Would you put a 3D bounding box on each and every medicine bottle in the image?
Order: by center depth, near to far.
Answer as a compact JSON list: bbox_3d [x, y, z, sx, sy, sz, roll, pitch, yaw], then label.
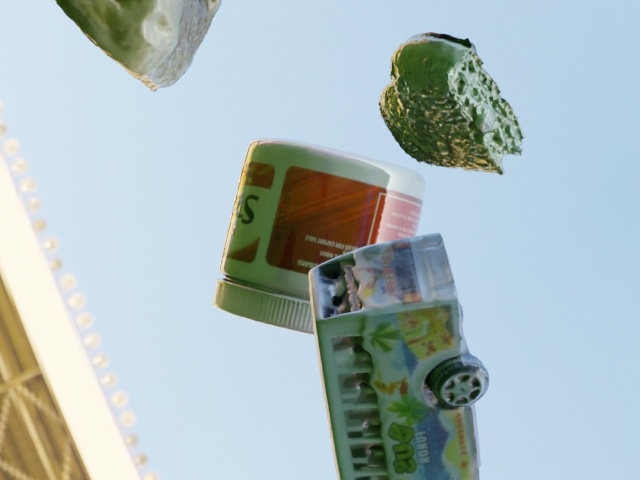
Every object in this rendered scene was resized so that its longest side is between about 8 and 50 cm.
[{"bbox_3d":[0.000,0.000,1.760,0.252,0.252,0.241,11,-91,45],"label":"medicine bottle"}]

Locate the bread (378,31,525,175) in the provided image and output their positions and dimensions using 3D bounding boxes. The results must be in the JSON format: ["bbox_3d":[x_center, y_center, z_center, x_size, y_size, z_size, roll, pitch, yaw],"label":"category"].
[{"bbox_3d":[0.137,-0.131,1.400,0.172,0.064,0.232,34,-17,2],"label":"bread"}]

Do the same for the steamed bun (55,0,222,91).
[{"bbox_3d":[-0.114,-0.209,0.873,0.155,0.141,0.172,-41,-91,5],"label":"steamed bun"}]

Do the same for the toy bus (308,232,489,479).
[{"bbox_3d":[0.074,0.156,1.134,0.109,0.135,0.330,-101,-178,-54],"label":"toy bus"}]
